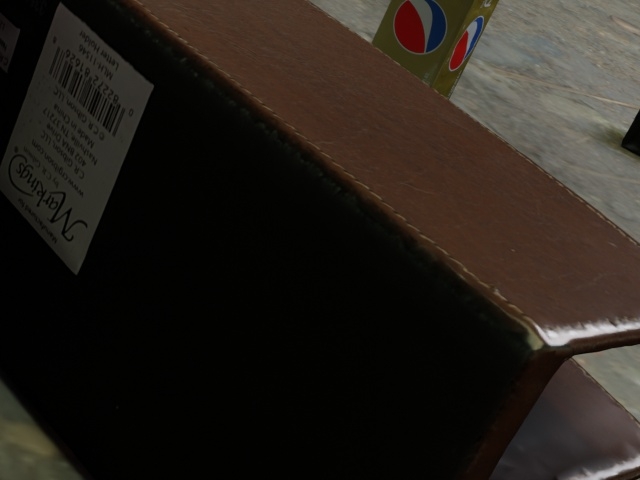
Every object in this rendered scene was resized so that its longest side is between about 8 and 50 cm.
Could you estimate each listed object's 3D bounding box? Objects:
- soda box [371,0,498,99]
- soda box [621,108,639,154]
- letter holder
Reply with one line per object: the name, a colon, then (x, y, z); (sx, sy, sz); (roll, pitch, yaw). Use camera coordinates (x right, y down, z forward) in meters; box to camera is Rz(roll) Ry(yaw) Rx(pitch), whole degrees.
soda box: (0.094, -0.181, 0.890); (0.058, 0.181, 0.061); (33, 26, 16)
soda box: (0.342, -0.069, 1.042); (0.169, 0.053, 0.060); (29, 25, 12)
letter holder: (0.000, 0.000, 0.496); (0.214, 0.152, 0.302); (-4, 37, -48)
